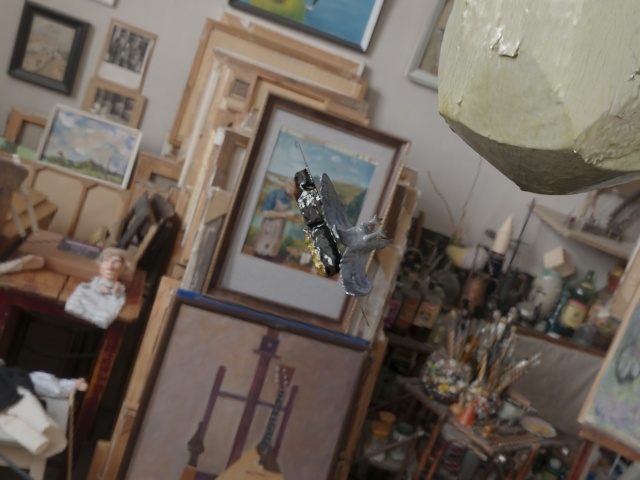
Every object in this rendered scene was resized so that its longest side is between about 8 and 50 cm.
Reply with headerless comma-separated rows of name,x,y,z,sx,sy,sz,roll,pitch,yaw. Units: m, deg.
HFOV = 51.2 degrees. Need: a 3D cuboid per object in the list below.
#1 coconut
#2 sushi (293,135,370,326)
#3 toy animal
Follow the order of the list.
coconut,0.223,-0.156,0.589,0.245,0.247,0.245,9,18,-3
sushi,0.000,0.000,0.959,0.043,0.279,0.192,-21,-7,0
toy animal,0.026,-0.003,0.399,0.050,0.028,0.084,0,61,-22
